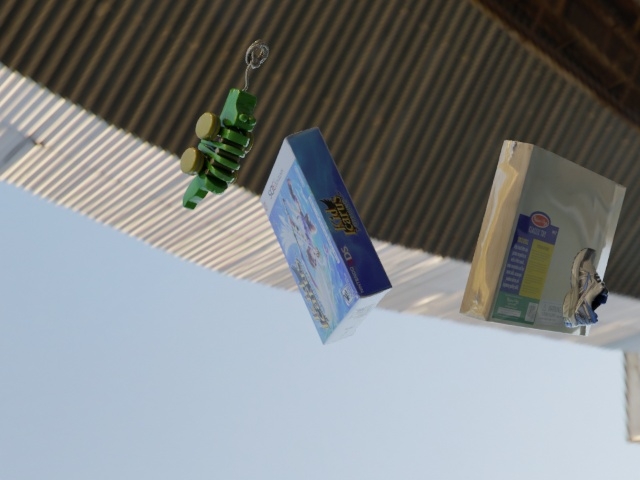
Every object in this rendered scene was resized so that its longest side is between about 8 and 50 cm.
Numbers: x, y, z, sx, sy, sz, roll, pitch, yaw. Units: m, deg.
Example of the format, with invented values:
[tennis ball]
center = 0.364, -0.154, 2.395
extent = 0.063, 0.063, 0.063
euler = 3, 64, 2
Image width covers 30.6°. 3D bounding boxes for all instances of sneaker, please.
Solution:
[sneaker]
center = 0.395, 0.071, 1.710
extent = 0.052, 0.058, 0.135
euler = 60, -139, -49

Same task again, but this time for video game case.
[video game case]
center = 0.000, 0.000, 1.788
extent = 0.061, 0.244, 0.269
euler = -19, -106, -18

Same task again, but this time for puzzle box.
[puzzle box]
center = 0.365, 0.007, 1.866
extent = 0.409, 0.052, 0.272
euler = 13, -88, -56

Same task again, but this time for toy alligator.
[toy alligator]
center = -0.088, -0.111, 1.186
extent = 0.056, 0.051, 0.189
euler = 20, -80, -41
